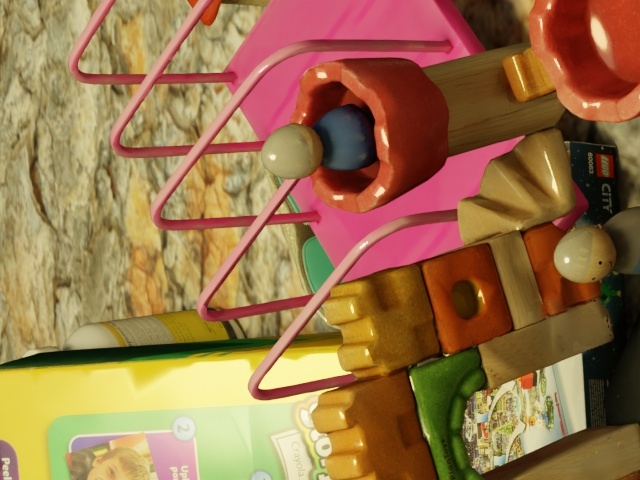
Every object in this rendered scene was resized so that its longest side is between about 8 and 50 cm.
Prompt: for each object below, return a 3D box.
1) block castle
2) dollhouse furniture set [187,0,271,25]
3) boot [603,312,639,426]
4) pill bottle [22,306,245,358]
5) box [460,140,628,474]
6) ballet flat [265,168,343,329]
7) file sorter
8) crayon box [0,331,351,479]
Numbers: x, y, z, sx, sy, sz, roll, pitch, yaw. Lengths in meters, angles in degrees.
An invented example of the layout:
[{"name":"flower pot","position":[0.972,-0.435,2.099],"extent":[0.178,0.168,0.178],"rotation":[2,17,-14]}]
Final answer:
[{"name":"block castle","position":[0.155,0.089,1.000],"extent":[0.303,0.212,0.453],"rotation":[-17,91,54]},{"name":"dollhouse furniture set","position":[-0.066,-0.289,1.489],"extent":[0.262,0.135,0.259],"rotation":[54,137,35]},{"name":"boot","position":[0.275,0.077,1.099],"extent":[0.246,0.094,0.207],"rotation":[36,132,37]},{"name":"pill bottle","position":[-0.159,0.117,1.660],"extent":[0.103,0.184,0.103],"rotation":[16,109,54]},{"name":"box","position":[0.137,0.063,1.305],"extent":[0.159,0.044,0.233],"rotation":[-15,74,55]},{"name":"ballet flat","position":[0.000,0.000,1.535],"extent":[0.052,0.057,0.168],"rotation":[99,156,-64]},{"name":"file sorter","position":[-0.011,-0.066,1.285],"extent":[0.202,0.182,0.291],"rotation":[-52,58,38]},{"name":"crayon box","position":[-0.078,0.260,1.496],"extent":[0.313,0.106,0.363],"rotation":[-4,93,16]}]
